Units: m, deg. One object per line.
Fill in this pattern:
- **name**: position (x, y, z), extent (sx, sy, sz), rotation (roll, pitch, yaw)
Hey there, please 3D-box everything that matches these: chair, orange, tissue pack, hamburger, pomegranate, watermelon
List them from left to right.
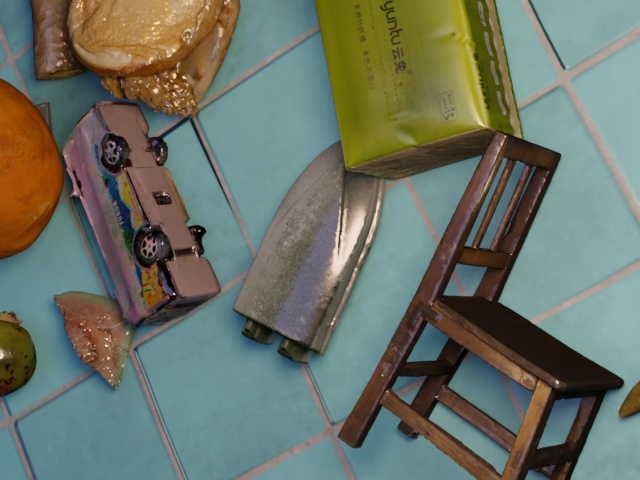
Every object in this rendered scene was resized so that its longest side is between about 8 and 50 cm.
- **orange**: position (-0.500, -0.107, 1.995), extent (0.284, 0.226, 0.284), rotation (39, 144, 35)
- **pomegranate**: position (-0.483, 0.174, 2.058), extent (0.130, 0.130, 0.130), rotation (-2, 86, 28)
- **watermelon**: position (-0.330, 0.124, 2.003), extent (0.101, 0.080, 0.155), rotation (-52, 51, 6)
- **hamburger**: position (-0.230, -0.313, 1.932), extent (0.243, 0.146, 0.286), rotation (-26, 69, 18)
- **tissue pack**: position (0.120, -0.237, 1.724), extent (0.200, 0.167, 0.275), rotation (-15, 81, 26)
- **chair**: position (0.241, 0.116, 1.627), extent (0.240, 0.203, 0.416), rotation (34, 104, 30)

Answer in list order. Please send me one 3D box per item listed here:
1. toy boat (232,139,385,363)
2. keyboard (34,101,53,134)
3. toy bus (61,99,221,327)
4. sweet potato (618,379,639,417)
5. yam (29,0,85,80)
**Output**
- **toy boat**: position (0.000, 0.000, 1.823), extent (0.141, 0.092, 0.319), rotation (25, 92, 28)
- **keyboard**: position (-0.489, -0.170, 2.130), extent (0.176, 0.014, 0.055), rotation (-11, 81, 27)
- **toy bus**: position (-0.263, -0.038, 1.956), extent (0.138, 0.112, 0.317), rotation (-35, 71, 33)
- **sweet potato**: position (0.410, 0.159, 1.622), extent (0.041, 0.038, 0.153), rotation (40, 104, 0)
- **yam**: position (-0.405, -0.417, 2.067), extent (0.081, 0.081, 0.357), rotation (-8, 85, 27)
